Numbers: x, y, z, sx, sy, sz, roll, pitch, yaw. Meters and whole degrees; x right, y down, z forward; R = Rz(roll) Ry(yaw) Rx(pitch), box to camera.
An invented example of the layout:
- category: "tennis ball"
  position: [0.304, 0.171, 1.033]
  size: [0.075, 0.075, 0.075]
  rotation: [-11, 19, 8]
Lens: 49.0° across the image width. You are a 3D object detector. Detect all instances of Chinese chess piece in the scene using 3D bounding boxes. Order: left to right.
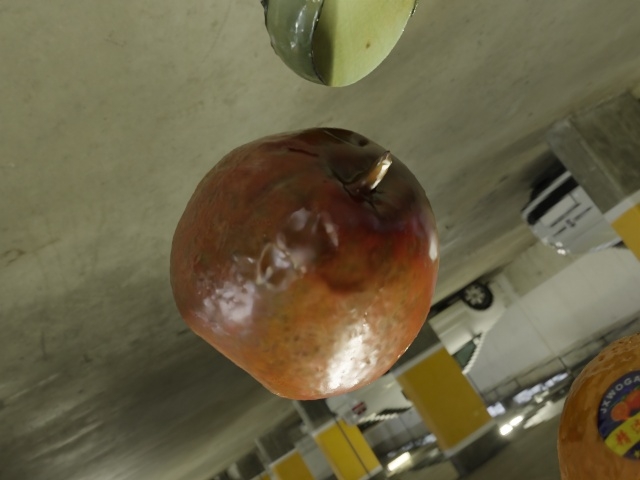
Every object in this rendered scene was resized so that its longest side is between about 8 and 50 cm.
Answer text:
- category: "Chinese chess piece"
  position: [0.025, -0.264, 0.778]
  size: [0.188, 0.083, 0.188]
  rotation: [-37, 149, -26]

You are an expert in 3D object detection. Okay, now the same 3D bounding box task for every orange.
- category: "orange"
  position: [0.223, 0.135, 0.405]
  size: [0.155, 0.178, 0.177]
  rotation: [-41, 165, 12]

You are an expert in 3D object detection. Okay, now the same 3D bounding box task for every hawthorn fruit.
- category: "hawthorn fruit"
  position: [0.000, 0.000, 0.708]
  size: [0.277, 0.277, 0.298]
  rotation: [-23, 157, -37]
